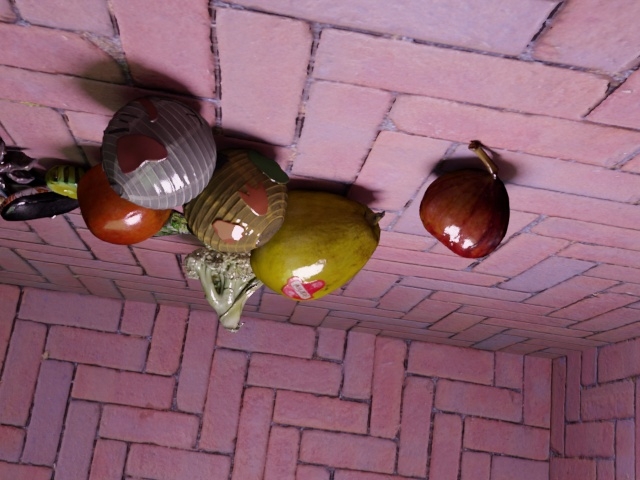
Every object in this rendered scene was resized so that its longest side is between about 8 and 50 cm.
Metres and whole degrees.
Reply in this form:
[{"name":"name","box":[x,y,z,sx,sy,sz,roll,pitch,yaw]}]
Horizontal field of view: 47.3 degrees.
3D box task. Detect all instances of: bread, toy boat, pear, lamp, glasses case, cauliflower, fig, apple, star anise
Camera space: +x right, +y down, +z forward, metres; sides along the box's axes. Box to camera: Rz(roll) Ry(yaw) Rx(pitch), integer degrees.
[{"name":"bread","box":[-0.652,-0.157,1.926,0.139,0.071,0.130,13,166,-24]},{"name":"toy boat","box":[-0.817,-0.140,2.045,0.097,0.100,0.223,39,179,36]},{"name":"pear","box":[0.000,0.000,1.869,0.375,0.287,0.287,-22,153,21]},{"name":"lamp","box":[-0.328,-0.171,1.463,0.233,0.233,0.265,15,165,-27]},{"name":"glasses case","box":[-0.740,-0.105,1.971,0.103,0.067,0.267,-39,169,29]},{"name":"glasses case","box":[-0.524,-0.043,2.276,0.272,0.062,0.095,-5,160,36]},{"name":"cauliflower","box":[-0.306,0.122,2.392,0.327,0.281,0.260,20,-173,-28]},{"name":"fig","box":[0.345,-0.089,1.606,0.186,0.204,0.249,-21,154,-52]},{"name":"apple","box":[-0.480,-0.100,1.820,0.230,0.230,0.230,6,164,2]},{"name":"star anise","box":[-0.851,-0.188,1.840,0.283,0.129,0.212,-1,150,-1]},{"name":"lamp","box":[-0.209,-0.111,1.665,0.284,0.250,0.250,44,171,15]}]

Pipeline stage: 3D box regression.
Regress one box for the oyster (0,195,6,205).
[{"name":"oyster","box":[-1.075,-0.163,2.050,0.361,0.096,0.221,6,159,3]}]
